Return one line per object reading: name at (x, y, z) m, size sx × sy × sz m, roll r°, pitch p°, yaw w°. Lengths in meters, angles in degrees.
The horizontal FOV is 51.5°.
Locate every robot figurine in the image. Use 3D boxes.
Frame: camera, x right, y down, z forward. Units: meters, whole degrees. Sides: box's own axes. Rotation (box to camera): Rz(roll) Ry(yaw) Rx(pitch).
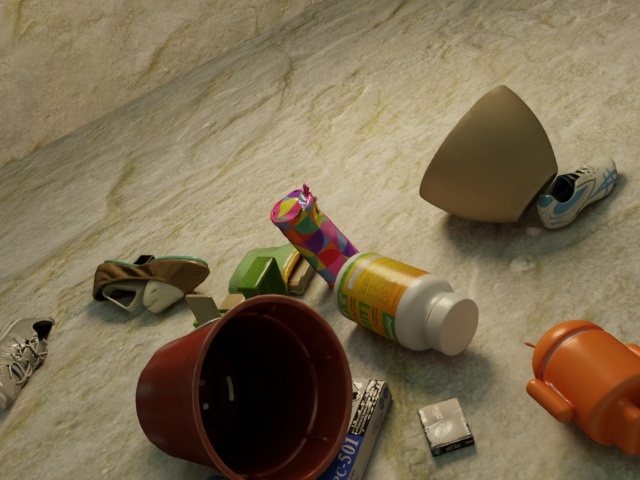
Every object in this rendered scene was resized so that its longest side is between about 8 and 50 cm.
robot figurine at (0.389, 0.196, 0.931) m, size 0.158 × 0.128 × 0.219 m, roll -49°, pitch 33°, yaw 8°

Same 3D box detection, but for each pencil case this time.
pencil case at (0.000, 0.000, 1.336) m, size 0.104 × 0.236 × 0.104 m, roll -26°, pitch 35°, yaw 20°

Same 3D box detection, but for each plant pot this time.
plant pot at (-0.138, 0.236, 1.024) m, size 0.265 × 0.272 × 0.272 m, roll -18°, pitch 25°, yaw 49°
plant pot at (0.365, -0.144, 1.356) m, size 0.191 × 0.284 × 0.284 m, roll 41°, pitch 62°, yaw 19°

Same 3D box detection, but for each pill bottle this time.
pill bottle at (0.150, 0.113, 1.176) m, size 0.136 × 0.136 × 0.246 m, roll -39°, pitch 36°, yaw -26°

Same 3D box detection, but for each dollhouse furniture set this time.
dollhouse furniture set at (-0.136, 0.059, 1.405) m, size 0.198 × 0.151 × 0.301 m, roll -3°, pitch 36°, yaw 27°

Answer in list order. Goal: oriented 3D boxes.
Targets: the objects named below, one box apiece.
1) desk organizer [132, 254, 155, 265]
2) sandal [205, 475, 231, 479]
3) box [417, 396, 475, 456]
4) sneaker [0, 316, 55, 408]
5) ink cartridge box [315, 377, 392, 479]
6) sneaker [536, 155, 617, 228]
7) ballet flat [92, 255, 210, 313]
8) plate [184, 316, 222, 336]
desk organizer at (-0.398, 0.068, 1.636) m, size 0.130 × 0.050 × 0.047 m, roll 0°, pitch 38°, yaw 29°
sandal at (-0.206, 0.458, 0.892) m, size 0.138 × 0.126 × 0.317 m, roll -6°, pitch 34°, yaw 29°
box at (0.190, 0.283, 1.013) m, size 0.067 × 0.018 × 0.083 m, roll -18°, pitch 33°, yaw 4°
sneaker at (-0.665, 0.250, 1.468) m, size 0.115 × 0.105 × 0.281 m, roll -21°, pitch 32°, yaw 1°
ink cartridge box at (0.035, 0.308, 1.040) m, size 0.097 × 0.046 × 0.207 m, roll -2°, pitch 37°, yaw 29°
sneaker at (0.526, -0.114, 1.347) m, size 0.237 × 0.086 × 0.085 m, roll -37°, pitch 34°, yaw -26°
ballet flat at (-0.408, 0.108, 1.546) m, size 0.342 × 0.116 × 0.124 m, roll -1°, pitch 58°, yaw 29°
plate at (-0.209, 0.208, 1.222) m, size 0.188 × 0.188 × 0.024 m, roll -32°, pitch 62°, yaw -16°
